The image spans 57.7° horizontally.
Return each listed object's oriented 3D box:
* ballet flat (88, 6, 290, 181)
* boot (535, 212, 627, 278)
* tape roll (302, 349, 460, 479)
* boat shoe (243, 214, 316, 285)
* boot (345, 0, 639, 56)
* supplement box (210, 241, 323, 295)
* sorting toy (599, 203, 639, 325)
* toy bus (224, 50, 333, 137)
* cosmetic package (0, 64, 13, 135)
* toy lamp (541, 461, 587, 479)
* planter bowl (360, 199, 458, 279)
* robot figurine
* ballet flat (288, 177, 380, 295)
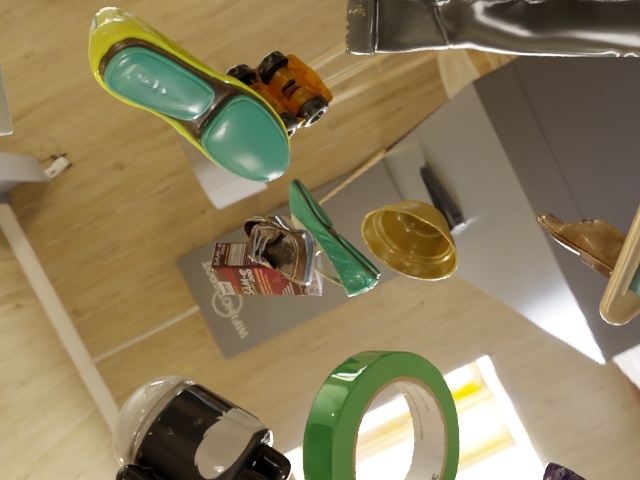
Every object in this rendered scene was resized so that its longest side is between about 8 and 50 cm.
[{"bbox_3d":[-0.106,-0.127,0.512,0.231,0.077,0.077,28,-156,-55],"label":"ballet flat"},{"bbox_3d":[0.696,-0.015,1.526,0.112,0.115,0.305,19,-162,-30],"label":"boot"},{"bbox_3d":[0.114,0.350,0.989,0.077,0.321,0.321,-9,114,49],"label":"tape roll"},{"bbox_3d":[-0.057,0.010,0.726,0.183,0.066,0.066,-146,64,-67],"label":"boat shoe"},{"bbox_3d":[0.253,-0.376,0.638,0.367,0.444,0.146,88,-174,-48],"label":"boot"},{"bbox_3d":[-0.119,0.067,1.342,0.130,0.239,0.073,80,-168,-55],"label":"supplement box"},{"bbox_3d":[0.342,-0.031,0.518,0.038,0.192,0.208,44,157,42],"label":"sorting toy"},{"bbox_3d":[-0.110,-0.225,1.109,0.149,0.220,0.211,46,141,7],"label":"toy bus"},{"bbox_3d":[-0.412,-0.156,0.518,0.151,0.183,0.152,-23,-73,-65],"label":"cosmetic package"},{"bbox_3d":[0.103,0.278,0.378,0.080,0.275,0.080,38,165,12],"label":"toy lamp"},{"bbox_3d":[0.201,-0.020,1.223,0.217,0.090,0.217,24,149,15],"label":"planter bowl"},{"bbox_3d":[-0.187,0.327,0.896,0.278,0.174,0.209,26,163,17],"label":"robot figurine"},{"bbox_3d":[0.000,0.000,1.042,0.247,0.087,0.083,50,-173,11],"label":"ballet flat"}]
